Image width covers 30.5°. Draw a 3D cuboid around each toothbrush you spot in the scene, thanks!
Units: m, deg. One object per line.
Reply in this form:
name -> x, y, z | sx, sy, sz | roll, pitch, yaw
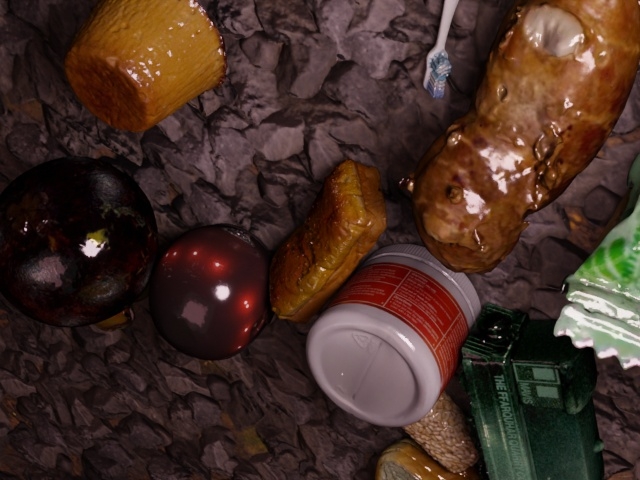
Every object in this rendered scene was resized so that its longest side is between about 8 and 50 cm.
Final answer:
toothbrush -> 0.172, -0.340, 1.387 | 0.040, 0.040, 0.386 | 24, 128, 16

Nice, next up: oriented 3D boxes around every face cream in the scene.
face cream -> 0.104, 0.135, 1.664 | 0.201, 0.187, 0.201 | 17, 130, 22

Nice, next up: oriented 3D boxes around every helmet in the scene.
helmet -> -0.167, 0.078, 1.814 | 0.189, 0.193, 0.216 | 28, 90, 12

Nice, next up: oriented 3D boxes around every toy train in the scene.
toy train -> 0.305, 0.244, 1.655 | 0.178, 0.138, 0.330 | 0, 122, 28

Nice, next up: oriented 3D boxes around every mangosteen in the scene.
mangosteen -> -0.380, 0.010, 1.846 | 0.288, 0.288, 0.288 | 17, 129, 22

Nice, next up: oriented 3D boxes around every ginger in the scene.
ginger -> 0.231, -0.127, 1.367 | 0.176, 0.254, 0.418 | 36, 129, 13

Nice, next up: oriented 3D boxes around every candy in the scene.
candy -> 0.421, -0.029, 1.243 | 0.262, 0.398, 0.172 | 16, 161, 21

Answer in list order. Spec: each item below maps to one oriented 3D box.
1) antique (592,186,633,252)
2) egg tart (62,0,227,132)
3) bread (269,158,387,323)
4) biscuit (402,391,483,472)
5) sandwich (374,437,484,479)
antique -> 0.419, 0.023, 1.407 | 0.146, 0.152, 0.148 | 6, 127, 31
egg tart -> -0.247, -0.253, 1.626 | 0.215, 0.171, 0.215 | 26, 148, 17
bread -> 0.002, 0.000, 1.687 | 0.077, 0.139, 0.271 | 11, 142, -25
biscuit -> 0.180, 0.282, 1.805 | 0.168, 0.070, 0.082 | 45, 138, -7
sandwich -> 0.176, 0.447, 1.915 | 0.226, 0.087, 0.251 | 29, 133, 13
